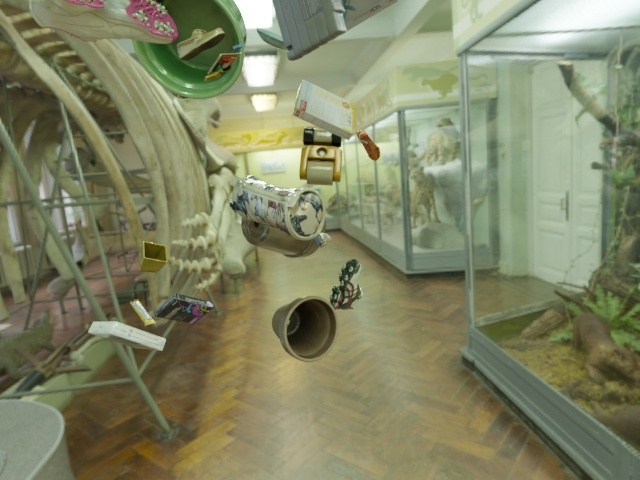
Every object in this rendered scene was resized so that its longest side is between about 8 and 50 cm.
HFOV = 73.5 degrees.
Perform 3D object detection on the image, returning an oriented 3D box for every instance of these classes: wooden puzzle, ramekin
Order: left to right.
[{"bbox_3d":[-0.351,-0.570,1.198,0.303,0.303,0.148,-4,42,8],"label":"ramekin"},{"bbox_3d":[-0.227,-0.419,1.017,0.078,0.014,0.116,-36,4,-39],"label":"wooden puzzle"}]

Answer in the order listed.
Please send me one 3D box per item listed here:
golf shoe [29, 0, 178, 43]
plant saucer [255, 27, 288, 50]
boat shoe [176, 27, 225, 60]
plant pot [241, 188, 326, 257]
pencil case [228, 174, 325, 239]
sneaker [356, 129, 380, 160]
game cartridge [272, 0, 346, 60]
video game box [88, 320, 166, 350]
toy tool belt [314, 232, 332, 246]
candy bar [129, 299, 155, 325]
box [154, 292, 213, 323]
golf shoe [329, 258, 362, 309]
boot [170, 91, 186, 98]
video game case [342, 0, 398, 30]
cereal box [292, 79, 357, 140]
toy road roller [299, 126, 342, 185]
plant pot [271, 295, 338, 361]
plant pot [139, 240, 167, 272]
[{"bbox_3d":[-0.461,-0.486,0.926,0.140,0.115,0.306,-24,-12,35],"label":"golf shoe"},{"bbox_3d":[-0.178,-0.817,1.756,0.195,0.037,0.195,20,26,-10],"label":"plant saucer"},{"bbox_3d":[-0.293,-0.483,1.032,0.135,0.045,0.050,-18,10,20],"label":"boat shoe"},{"bbox_3d":[-0.185,-0.078,1.894,0.323,0.323,0.280,2,2,40],"label":"plant pot"},{"bbox_3d":[-0.151,-0.119,1.430,0.183,0.160,0.410,29,-6,-40],"label":"pencil case"},{"bbox_3d":[0.226,-0.443,1.980,0.064,0.175,0.067,-30,37,9],"label":"sneaker"},{"bbox_3d":[-0.054,-0.760,1.285,0.230,0.355,0.068,-8,11,39],"label":"game cartridge"},{"bbox_3d":[-0.658,0.324,1.454,0.205,0.048,0.187,-10,-32,43],"label":"video game box"},{"bbox_3d":[0.000,0.000,1.514,0.051,0.052,0.083,-51,21,-12],"label":"toy tool belt"},{"bbox_3d":[-0.693,0.280,1.664,0.040,0.018,0.161,-17,41,-40],"label":"candy bar"},{"bbox_3d":[-0.470,0.239,1.482,0.116,0.029,0.162,-38,-38,21],"label":"box"},{"bbox_3d":[0.131,0.190,1.835,0.120,0.273,0.105,13,37,-14],"label":"golf shoe"},{"bbox_3d":[-0.546,-0.783,1.767,0.138,0.284,0.377,7,40,-20],"label":"boot"},{"bbox_3d":[0.131,-1.107,1.856,0.300,0.036,0.329,-14,-39,36],"label":"video game case"},{"bbox_3d":[0.021,-0.497,1.632,0.240,0.173,0.047,21,-35,-15],"label":"cereal box"},{"bbox_3d":[0.011,-0.410,2.199,0.202,0.330,0.240,4,-19,4],"label":"toy road roller"},{"bbox_3d":[-0.092,0.353,1.797,0.263,0.263,0.229,-11,6,-33],"label":"plant pot"},{"bbox_3d":[-0.588,0.065,1.485,0.081,0.083,0.081,16,37,-37],"label":"plant pot"}]
